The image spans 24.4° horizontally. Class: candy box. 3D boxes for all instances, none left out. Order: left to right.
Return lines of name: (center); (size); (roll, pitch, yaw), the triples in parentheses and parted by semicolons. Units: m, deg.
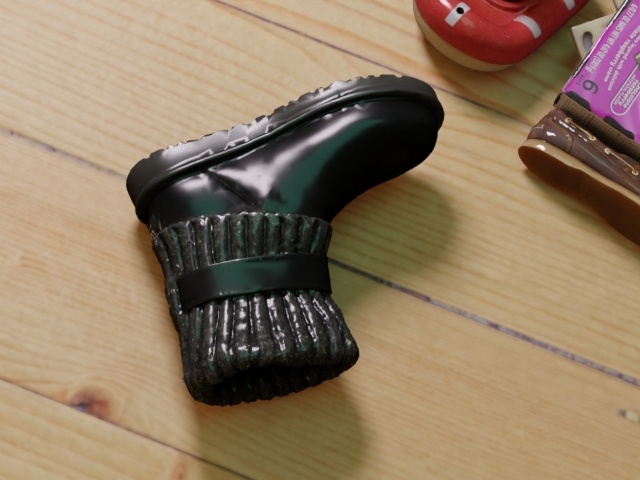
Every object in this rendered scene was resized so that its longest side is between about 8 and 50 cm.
candy box: (0.392, -0.149, 1.591); (0.233, 0.071, 0.159); (35, 84, 4)

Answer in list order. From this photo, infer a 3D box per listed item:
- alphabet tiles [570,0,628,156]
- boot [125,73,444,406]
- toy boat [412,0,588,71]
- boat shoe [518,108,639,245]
alphabet tiles: (0.466, -0.210, 1.639); (0.342, 0.011, 0.285); (-18, 83, -2)
boot: (-0.001, 0.002, 1.452); (0.348, 0.131, 0.260); (-21, 62, -8)
toy boat: (0.210, -0.296, 1.630); (0.151, 0.151, 0.231); (42, 64, 12)
boat shoe: (0.313, -0.066, 1.578); (0.207, 0.073, 0.073); (38, 66, 9)
